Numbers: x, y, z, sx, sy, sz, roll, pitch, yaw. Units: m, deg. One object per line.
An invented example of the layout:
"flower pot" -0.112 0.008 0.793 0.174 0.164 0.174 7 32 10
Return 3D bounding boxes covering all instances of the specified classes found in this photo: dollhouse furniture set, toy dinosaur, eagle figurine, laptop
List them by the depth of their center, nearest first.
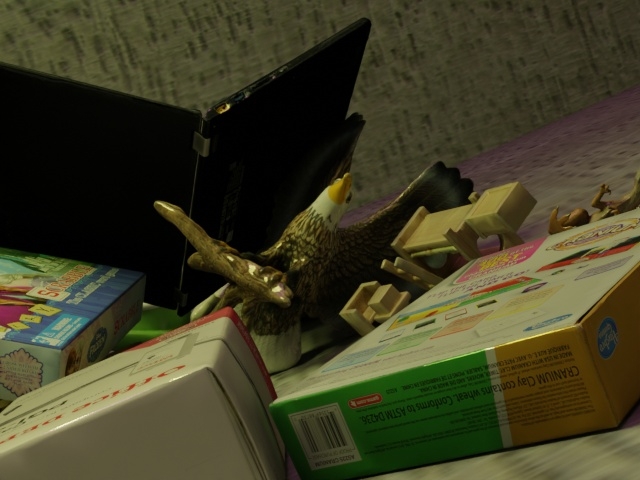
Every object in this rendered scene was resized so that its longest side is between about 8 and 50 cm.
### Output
"dollhouse furniture set" 0.134 0.046 1.147 0.161 0.101 0.182 -52 16 -21
"toy dinosaur" 0.255 0.000 1.160 0.211 0.064 0.112 -39 -15 37
"eagle figurine" 0.007 -0.005 1.285 0.225 0.226 0.298 -18 7 43
"laptop" -0.188 -0.111 1.416 0.408 0.236 0.382 -36 -21 -31

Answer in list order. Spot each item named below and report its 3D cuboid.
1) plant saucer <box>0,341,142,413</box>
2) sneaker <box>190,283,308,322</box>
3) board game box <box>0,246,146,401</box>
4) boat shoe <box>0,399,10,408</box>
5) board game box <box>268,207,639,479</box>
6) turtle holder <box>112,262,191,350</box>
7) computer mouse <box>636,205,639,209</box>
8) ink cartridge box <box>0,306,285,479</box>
"plant saucer" -0.324 0.222 1.236 0.332 0.081 0.333 -24 5 -10
"sneaker" -0.076 0.085 1.572 0.252 0.103 0.111 -28 5 37
"board game box" -0.381 0.072 1.248 0.317 0.066 0.319 9 12 4
"boat shoe" -0.550 0.195 1.260 0.500 0.156 0.187 -7 6 14
"board game box" 0.149 0.060 0.832 0.242 0.064 0.316 -20 5 38
"turtle holder" -0.294 0.064 1.688 0.243 0.228 0.320 2 1 9
"computer mouse" 0.421 -0.083 1.194 0.184 0.060 0.262 -20 5 44
"ink cartridge box" -0.137 0.153 0.837 0.207 0.117 0.283 -23 4 0
